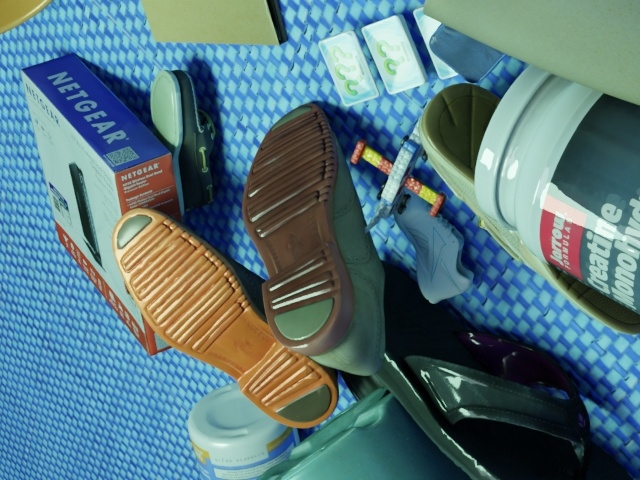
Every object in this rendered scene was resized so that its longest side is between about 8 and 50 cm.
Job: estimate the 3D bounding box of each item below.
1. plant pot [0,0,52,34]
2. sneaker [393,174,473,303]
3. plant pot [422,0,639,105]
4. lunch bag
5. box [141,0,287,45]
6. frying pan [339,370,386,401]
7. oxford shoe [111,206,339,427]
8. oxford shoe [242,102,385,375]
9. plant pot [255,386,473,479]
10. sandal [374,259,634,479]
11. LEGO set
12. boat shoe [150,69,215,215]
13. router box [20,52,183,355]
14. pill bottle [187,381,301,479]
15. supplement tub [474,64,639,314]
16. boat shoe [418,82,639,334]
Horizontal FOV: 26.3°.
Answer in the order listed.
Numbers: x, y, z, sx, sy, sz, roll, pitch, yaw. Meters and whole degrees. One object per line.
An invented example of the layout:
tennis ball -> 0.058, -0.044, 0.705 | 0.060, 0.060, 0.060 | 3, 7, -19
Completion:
plant pot -> -0.480, -0.411, 1.753 | 0.203, 0.291, 0.291 | 65, 150, 20
sneaker -> 0.125, -0.008, 1.512 | 0.061, 0.054, 0.152 | -17, 101, 31
plant pot -> 0.260, -0.202, 1.025 | 0.274, 0.256, 0.256 | 35, 144, 4
lunch bag -> 0.153, -0.201, 1.293 | 0.067, 0.065, 0.098 | 41, 145, -4
box -> -0.140, -0.304, 1.585 | 0.201, 0.021, 0.164 | 8, 127, 37
frying pan -> 0.047, 0.129, 1.713 | 0.326, 0.053, 0.197 | 36, 142, 28
oxford shoe -> -0.121, 0.087, 1.754 | 0.130, 0.132, 0.363 | -38, 106, 17
oxford shoe -> 0.000, 0.000, 1.512 | 0.123, 0.348, 0.130 | -27, 137, 26
plant pot -> 0.097, 0.360, 1.576 | 0.334, 0.341, 0.341 | 53, 147, 2
sandal -> 0.172, 0.151, 1.489 | 0.446, 0.168, 0.107 | 41, 127, 22
LEGO set -> 0.099, -0.110, 1.412 | 0.182, 0.060, 0.244 | -12, 107, 40
boat shoe -> -0.172, -0.130, 1.761 | 0.081, 0.069, 0.227 | 54, 152, 38
router box -> -0.290, -0.055, 1.887 | 0.335, 0.082, 0.301 | 43, 147, 47
pill bottle -> -0.091, 0.352, 1.985 | 0.152, 0.152, 0.272 | 19, 131, 43
supplement tub -> 0.286, -0.035, 1.148 | 0.272, 0.191, 0.191 | 31, 139, 32
boat shoe -> 0.214, -0.028, 1.335 | 0.302, 0.109, 0.098 | 43, 171, 1
